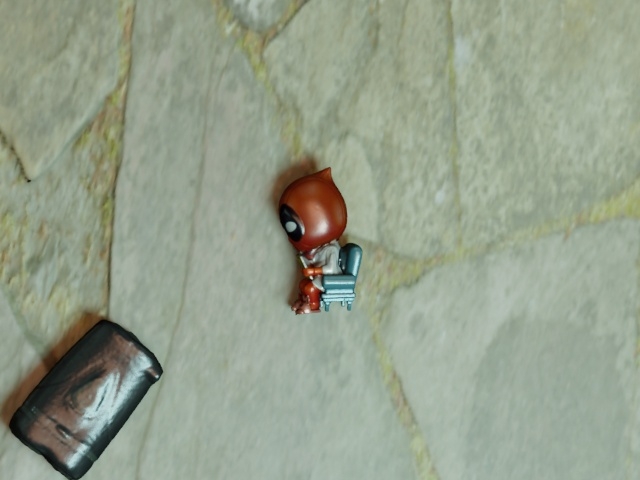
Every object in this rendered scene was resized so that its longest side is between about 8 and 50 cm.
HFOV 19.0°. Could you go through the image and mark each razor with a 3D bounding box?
[{"bbox_3d":[-0.221,0.149,1.827,0.090,0.054,0.148,40,83,-6],"label":"razor"}]

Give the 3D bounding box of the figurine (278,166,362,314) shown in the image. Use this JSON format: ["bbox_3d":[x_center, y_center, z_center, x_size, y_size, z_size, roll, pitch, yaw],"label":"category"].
[{"bbox_3d":[0.000,0.000,1.858,0.075,0.068,0.140,-6,92,-6],"label":"figurine"}]
